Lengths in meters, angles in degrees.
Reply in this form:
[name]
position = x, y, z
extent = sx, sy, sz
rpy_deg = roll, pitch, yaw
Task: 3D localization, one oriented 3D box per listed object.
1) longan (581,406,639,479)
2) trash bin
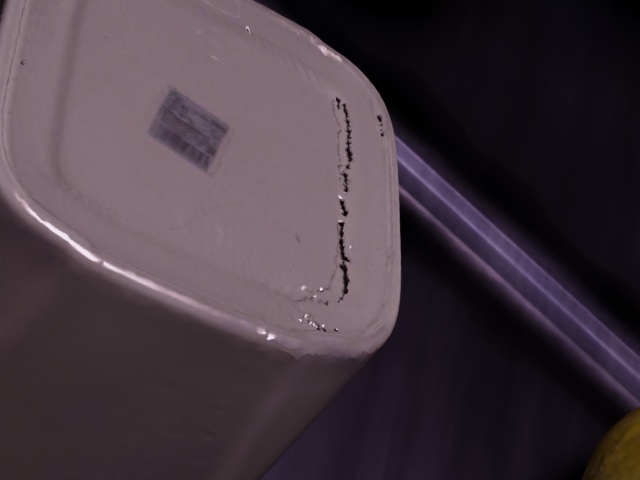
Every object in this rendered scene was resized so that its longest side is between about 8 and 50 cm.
[longan]
position = 0.216, 0.166, 0.869
extent = 0.154, 0.145, 0.176
rpy_deg = -68, 152, -21
[trash bin]
position = -0.105, 0.032, 0.627
extent = 0.220, 0.250, 0.219
rpy_deg = 23, 43, -23
